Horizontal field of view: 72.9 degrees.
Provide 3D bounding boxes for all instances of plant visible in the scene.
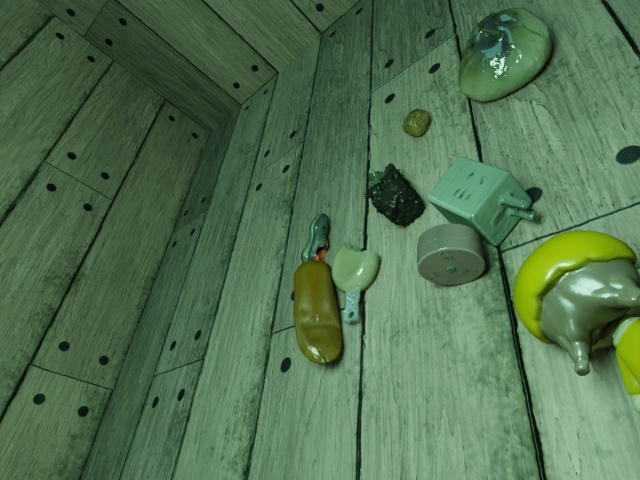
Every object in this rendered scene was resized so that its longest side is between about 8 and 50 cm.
[{"bbox_3d":[0.212,-0.138,1.281,0.142,0.131,0.203,-51,32,11],"label":"plant"}]

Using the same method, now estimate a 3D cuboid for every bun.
[{"bbox_3d":[0.509,-0.538,1.239,0.273,0.168,0.273,-30,47,38],"label":"bun"}]

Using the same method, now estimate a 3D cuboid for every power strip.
[{"bbox_3d":[0.387,-0.085,1.006,0.140,0.139,0.224,-51,33,3],"label":"power strip"},{"bbox_3d":[0.301,0.035,0.999,0.154,0.154,0.078,-25,40,37],"label":"power strip"}]

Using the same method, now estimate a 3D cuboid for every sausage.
[{"bbox_3d":[-0.012,0.212,1.255,0.354,0.134,0.116,-94,17,-45],"label":"sausage"}]

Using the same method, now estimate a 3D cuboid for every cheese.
[{"bbox_3d":[0.084,0.118,1.267,0.163,0.070,0.249,-2,60,50],"label":"cheese"}]

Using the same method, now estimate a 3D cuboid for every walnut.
[{"bbox_3d":[0.315,-0.385,1.423,0.079,0.082,0.096,26,78,28],"label":"walnut"}]

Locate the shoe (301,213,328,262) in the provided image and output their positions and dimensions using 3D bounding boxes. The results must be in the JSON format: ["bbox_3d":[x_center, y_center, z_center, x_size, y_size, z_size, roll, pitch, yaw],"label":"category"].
[{"bbox_3d":[0.001,-0.001,1.488,0.077,0.074,0.194,4,66,40],"label":"shoe"}]

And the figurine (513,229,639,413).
[{"bbox_3d":[0.475,0.125,0.688,0.215,0.187,0.344,-60,38,15],"label":"figurine"}]
